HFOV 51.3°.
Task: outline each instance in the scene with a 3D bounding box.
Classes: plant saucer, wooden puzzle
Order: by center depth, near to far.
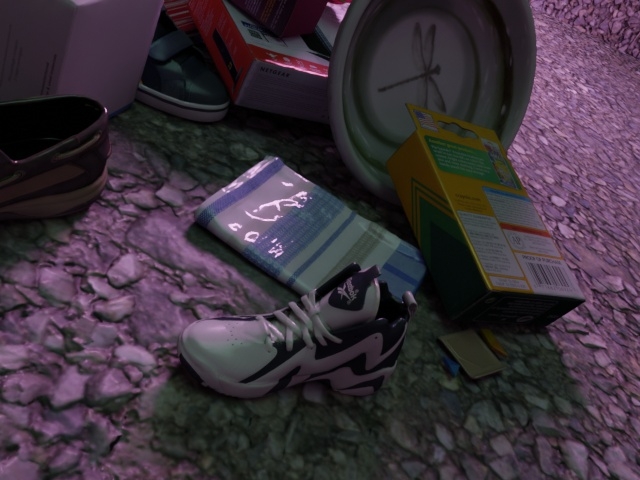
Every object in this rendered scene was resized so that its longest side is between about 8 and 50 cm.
[{"bbox_3d":[0.188,0.141,0.829,0.116,0.014,0.078,1,38,-35],"label":"wooden puzzle"},{"bbox_3d":[0.162,-0.253,1.038,0.401,0.400,0.101,2,17,-34],"label":"plant saucer"}]

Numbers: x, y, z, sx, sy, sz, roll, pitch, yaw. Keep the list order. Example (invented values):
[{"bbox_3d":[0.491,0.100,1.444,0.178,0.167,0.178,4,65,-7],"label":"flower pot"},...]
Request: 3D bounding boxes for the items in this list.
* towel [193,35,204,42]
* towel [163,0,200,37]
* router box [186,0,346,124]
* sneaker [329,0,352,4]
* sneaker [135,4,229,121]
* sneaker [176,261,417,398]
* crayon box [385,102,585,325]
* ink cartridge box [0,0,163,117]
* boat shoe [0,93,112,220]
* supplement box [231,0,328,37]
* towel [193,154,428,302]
[{"bbox_3d":[-0.058,-0.354,1.289,0.336,0.040,0.243,26,35,0],"label":"towel"},{"bbox_3d":[-0.307,-0.450,1.207,0.275,0.031,0.199,34,38,13],"label":"towel"},{"bbox_3d":[-0.029,-0.319,1.139,0.336,0.082,0.301,4,43,-35],"label":"router box"},{"bbox_3d":[-0.090,-0.560,1.241,0.483,0.202,0.185,8,3,12],"label":"sneaker"},{"bbox_3d":[-0.268,-0.296,0.974,0.321,0.127,0.126,28,32,-3],"label":"sneaker"},{"bbox_3d":[-0.008,0.076,0.645,0.235,0.153,0.094,13,35,-22],"label":"sneaker"},{"bbox_3d":[0.224,-0.037,0.963,0.203,0.083,0.322,8,51,-35],"label":"crayon box"},{"bbox_3d":[-0.370,-0.282,0.812,0.270,0.197,0.198,31,34,3],"label":"ink cartridge box"},{"bbox_3d":[-0.350,-0.078,0.619,0.132,0.130,0.355,39,35,15],"label":"boat shoe"},{"bbox_3d":[-0.091,-0.409,1.056,0.188,0.080,0.104,40,34,12],"label":"supplement box"},{"bbox_3d":[0.000,0.000,0.860,0.285,0.034,0.209,34,35,7],"label":"towel"}]
